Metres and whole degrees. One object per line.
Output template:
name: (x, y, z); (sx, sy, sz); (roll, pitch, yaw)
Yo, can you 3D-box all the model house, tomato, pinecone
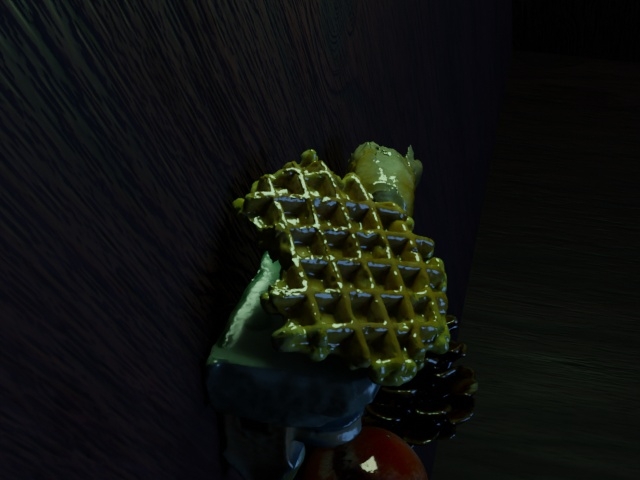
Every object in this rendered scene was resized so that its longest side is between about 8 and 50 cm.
model house: (-0.008, 0.202, 1.417); (0.267, 0.194, 0.324); (-64, 162, -51)
tomato: (0.068, 0.397, 1.797); (0.208, 0.208, 0.184); (-67, 159, -46)
pinecone: (0.168, 0.245, 2.058); (0.244, 0.244, 0.309); (-58, 145, -59)

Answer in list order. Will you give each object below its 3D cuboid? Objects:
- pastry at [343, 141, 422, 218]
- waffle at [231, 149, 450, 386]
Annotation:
pastry: (0.083, -0.018, 1.703); (0.236, 0.121, 0.256); (-88, -173, -72)
waffle: (0.027, 0.027, 1.277); (0.058, 0.282, 0.300); (-52, -157, 38)
